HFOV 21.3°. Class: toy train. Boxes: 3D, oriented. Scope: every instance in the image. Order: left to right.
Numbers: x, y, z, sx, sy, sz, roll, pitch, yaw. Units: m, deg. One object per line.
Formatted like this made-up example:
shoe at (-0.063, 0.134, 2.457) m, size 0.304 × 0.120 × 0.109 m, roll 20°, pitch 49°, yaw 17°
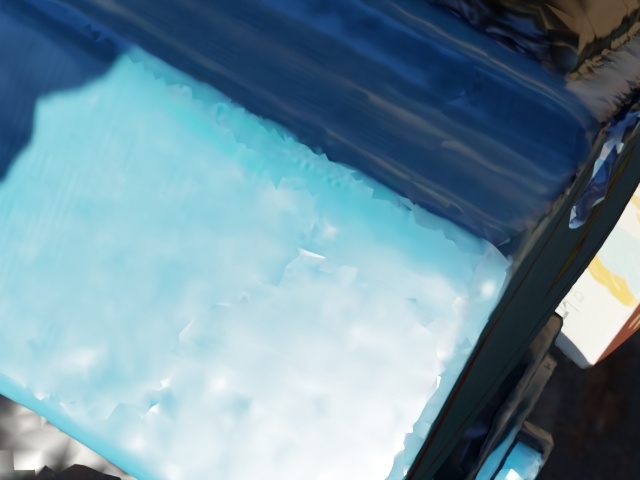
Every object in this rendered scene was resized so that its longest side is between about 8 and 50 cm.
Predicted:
toy train at (0.000, 0.000, 0.510) m, size 0.265 × 0.188 × 0.300 m, roll -64°, pitch -11°, yaw 27°

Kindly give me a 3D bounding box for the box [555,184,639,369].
box at (0.159, -0.135, 1.206) m, size 0.122 × 0.344 × 0.385 m, roll -38°, pitch -15°, yaw -26°
